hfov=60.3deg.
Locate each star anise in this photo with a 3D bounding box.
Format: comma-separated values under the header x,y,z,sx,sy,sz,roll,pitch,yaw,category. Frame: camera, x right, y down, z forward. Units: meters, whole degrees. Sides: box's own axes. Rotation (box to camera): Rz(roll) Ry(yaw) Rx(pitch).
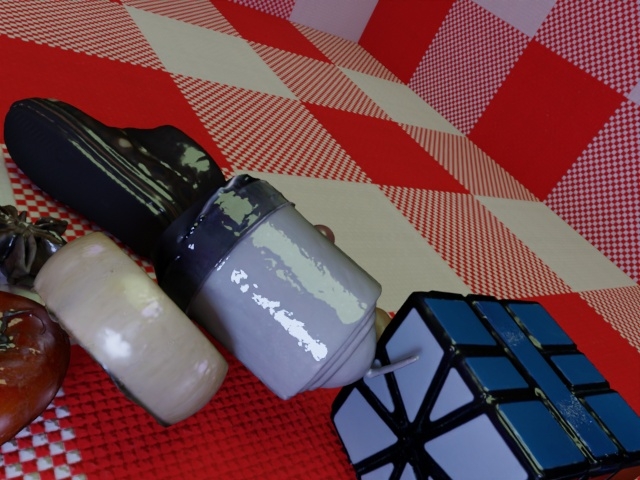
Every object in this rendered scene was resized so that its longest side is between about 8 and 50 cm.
x,y,z,sx,sy,sz,roll,pitch,yaw,category
-0.432,0.011,0.796,0.231,0.089,0.209,42,16,10,star anise

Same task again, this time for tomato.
x,y,z,sx,sy,sz,roll,pitch,yaw,category
-0.373,0.140,0.590,0.187,0.151,0.187,30,30,-19,tomato

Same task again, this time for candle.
x,y,z,sx,sy,sz,roll,pitch,yaw,category
-0.050,0.082,0.759,0.342,0.221,0.221,43,31,4,candle

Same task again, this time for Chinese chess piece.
x,y,z,sx,sy,sz,roll,pitch,yaw,category
-0.228,0.107,0.674,0.257,0.257,0.104,40,71,17,Chinese chess piece

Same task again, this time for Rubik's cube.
x,y,z,sx,sy,sz,roll,pitch,yaw,category
0.221,0.266,0.777,0.284,0.293,0.288,9,34,-35,Rubik's cube

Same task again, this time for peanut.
x,y,z,sx,sy,sz,roll,pitch,yaw,category
0.109,0.185,1.013,0.076,0.076,0.152,8,40,-32,peanut

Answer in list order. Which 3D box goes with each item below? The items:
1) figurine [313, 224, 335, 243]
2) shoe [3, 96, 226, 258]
x,y,z,sx,sy,sz,roll,pitch,yaw,category
0.000,0.000,1.208,0.083,0.067,0.071,11,52,-57,figurine
-0.357,-0.143,1.010,0.384,0.171,0.237,34,37,4,shoe
